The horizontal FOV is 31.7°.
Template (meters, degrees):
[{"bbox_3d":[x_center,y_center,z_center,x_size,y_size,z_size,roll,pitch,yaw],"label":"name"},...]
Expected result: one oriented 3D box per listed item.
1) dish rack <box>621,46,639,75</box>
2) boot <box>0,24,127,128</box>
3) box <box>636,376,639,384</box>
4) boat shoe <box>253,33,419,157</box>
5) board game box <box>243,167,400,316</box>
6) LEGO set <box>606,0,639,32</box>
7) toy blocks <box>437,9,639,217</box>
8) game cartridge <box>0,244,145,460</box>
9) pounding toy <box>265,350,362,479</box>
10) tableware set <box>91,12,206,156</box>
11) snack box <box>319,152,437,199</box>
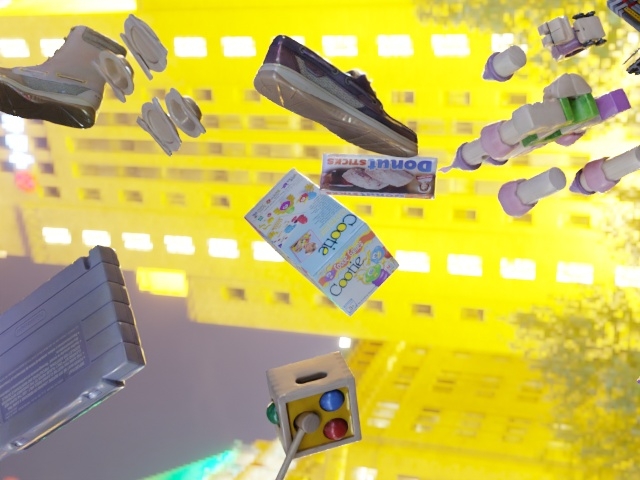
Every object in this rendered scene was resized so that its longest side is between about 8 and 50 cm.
[{"bbox_3d":[0.429,-0.274,1.158,0.208,0.271,0.074,-18,-108,-36],"label":"dish rack"},{"bbox_3d":[-0.424,-0.268,1.755,0.077,0.213,0.165,98,-171,-56],"label":"boot"},{"bbox_3d":[0.616,0.127,1.706,0.201,0.057,0.293,-44,-9,-23],"label":"box"},{"bbox_3d":[0.036,-0.203,1.605,0.285,0.103,0.092,24,-103,-29],"label":"boat shoe"},{"bbox_3d":[0.000,0.000,2.161,0.144,0.275,0.142,-45,-50,-4],"label":"board game box"},{"bbox_3d":[0.505,-0.435,1.568,0.331,0.255,0.192,54,-179,-45],"label":"LEGO set"},{"bbox_3d":[0.374,-0.204,2.014,0.288,0.260,0.309,-14,-98,-33],"label":"toy blocks"},{"bbox_3d":[-0.444,0.192,1.837,0.068,0.355,0.230,19,-137,-55],"label":"game cartridge"},{"bbox_3d":[-0.018,0.249,1.559,0.100,0.141,0.130,-123,22,-58],"label":"pounding toy"},{"bbox_3d":[-0.180,-0.160,1.195,0.020,0.168,0.141,-40,-81,-27],"label":"tableware set"},{"bbox_3d":[0.089,-0.099,1.727,0.022,0.178,0.064,68,-154,-68],"label":"snack box"}]
